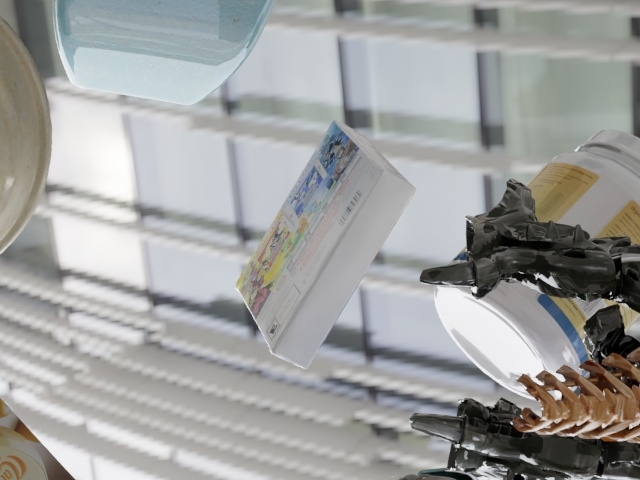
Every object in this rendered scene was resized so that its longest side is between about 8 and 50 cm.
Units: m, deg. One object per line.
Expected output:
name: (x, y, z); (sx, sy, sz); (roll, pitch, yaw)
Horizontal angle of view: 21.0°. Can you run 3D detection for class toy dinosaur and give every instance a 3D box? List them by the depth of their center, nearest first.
toy dinosaur: (0.171, 0.055, 0.845); (0.218, 0.164, 0.322); (8, 164, 31)

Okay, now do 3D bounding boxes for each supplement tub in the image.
supplement tub: (0.205, 0.018, 1.412); (0.200, 0.144, 0.144); (-44, -142, -20)

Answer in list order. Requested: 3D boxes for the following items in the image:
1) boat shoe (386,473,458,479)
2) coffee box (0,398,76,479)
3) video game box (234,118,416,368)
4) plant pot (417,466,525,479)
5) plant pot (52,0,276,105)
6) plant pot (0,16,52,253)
boat shoe: (0.164, 0.293, 1.569); (0.095, 0.335, 0.112); (-6, -116, 29)
coffee box: (-0.299, 0.249, 1.551); (0.141, 0.098, 0.246); (-23, -128, -40)
video game box: (0.000, 0.000, 1.679); (0.048, 0.205, 0.187); (27, -169, -24)
plant pot: (0.254, 0.325, 1.954); (0.166, 0.165, 0.234); (-13, 172, 40)
plant pot: (-0.182, -0.293, 1.872); (0.247, 0.252, 0.248); (9, -148, -16)
plant pot: (-0.461, -0.086, 1.650); (0.334, 0.333, 0.305); (-2, -169, 9)
